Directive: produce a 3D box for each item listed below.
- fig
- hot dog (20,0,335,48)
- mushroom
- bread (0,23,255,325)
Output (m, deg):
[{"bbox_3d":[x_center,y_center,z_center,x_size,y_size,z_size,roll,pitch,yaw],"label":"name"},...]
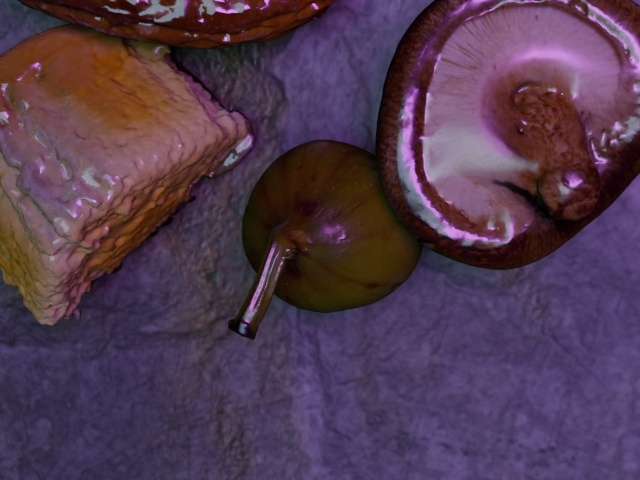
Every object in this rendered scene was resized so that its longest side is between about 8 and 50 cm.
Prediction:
[{"bbox_3d":[-0.006,-0.011,0.769,0.148,0.186,0.142,-39,70,12],"label":"fig"},{"bbox_3d":[-0.143,-0.301,0.766,0.388,0.174,0.267,18,114,14],"label":"hot dog"},{"bbox_3d":[0.145,-0.091,0.734,0.231,0.138,0.194,-35,74,1],"label":"mushroom"},{"bbox_3d":[-0.217,-0.077,0.840,0.262,0.162,0.204,-46,72,5],"label":"bread"}]
